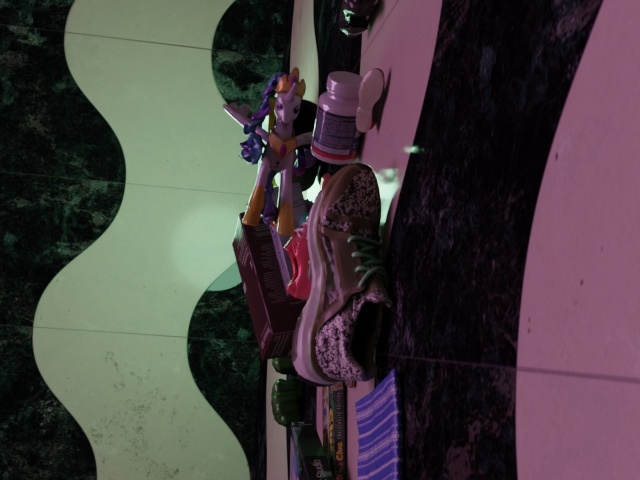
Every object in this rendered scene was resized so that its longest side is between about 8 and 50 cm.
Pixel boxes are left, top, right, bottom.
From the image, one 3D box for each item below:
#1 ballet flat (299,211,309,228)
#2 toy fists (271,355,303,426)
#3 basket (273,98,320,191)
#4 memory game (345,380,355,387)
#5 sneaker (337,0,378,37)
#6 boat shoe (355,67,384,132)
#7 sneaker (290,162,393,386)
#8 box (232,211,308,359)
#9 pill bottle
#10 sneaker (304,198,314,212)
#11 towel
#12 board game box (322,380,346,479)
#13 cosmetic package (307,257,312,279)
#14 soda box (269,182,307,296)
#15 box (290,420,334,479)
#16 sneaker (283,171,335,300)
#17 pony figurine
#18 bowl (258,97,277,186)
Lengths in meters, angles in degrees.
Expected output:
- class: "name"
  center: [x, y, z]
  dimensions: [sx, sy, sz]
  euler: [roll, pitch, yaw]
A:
- class: "ballet flat"
  center: [0.000, 0.000, 2.121]
  dimensions: [0.087, 0.083, 0.247]
  euler: [-48, 30, 34]
- class: "toy fists"
  center: [-0.096, 0.394, 2.435]
  dimensions: [0.142, 0.096, 0.279]
  euler: [89, -179, -71]
- class: "basket"
  center: [-0.064, -0.253, 2.419]
  dimensions: [0.227, 0.154, 0.204]
  euler: [102, 170, -58]
- class: "memory game"
  center: [0.066, 0.208, 1.725]
  dimensions: [0.186, 0.012, 0.186]
  euler: [-176, 90, -82]
- class: "sneaker"
  center: [0.080, -0.490, 1.837]
  dimensions: [0.234, 0.078, 0.106]
  euler: [-97, 11, -69]
- class: "boat shoe"
  center: [0.102, -0.277, 1.662]
  dimensions: [0.043, 0.049, 0.137]
  euler: [-36, -33, -45]
- class: "sneaker"
  center: [0.076, 0.068, 1.500]
  dimensions: [0.182, 0.158, 0.411]
  euler: [5, 88, 50]
- class: "box"
  center: [-0.134, 0.118, 2.369]
  dimensions: [0.191, 0.143, 0.382]
  euler: [113, 143, -57]
- class: "pill bottle"
  center: [0.043, -0.266, 1.833]
  dimensions: [0.108, 0.107, 0.180]
  euler: [-99, 16, -57]
- class: "sneaker"
  center: [-0.051, -0.019, 2.413]
  dimensions: [0.086, 0.085, 0.237]
  euler: [-104, 18, -44]
- class: "towel"
  center: [0.089, 0.400, 1.375]
  dimensions: [0.243, 0.040, 0.336]
  euler: [115, 158, -65]
- class: "board game box"
  center: [0.027, 0.419, 1.792]
  dimensions: [0.136, 0.030, 0.260]
  euler: [116, 156, -63]
- class: "cosmetic package"
  center: [0.034, 0.051, 1.683]
  dimensions: [0.041, 0.115, 0.060]
  euler: [-121, 38, -77]
- class: "soda box"
  center: [-0.071, -0.004, 2.250]
  dimensions: [0.091, 0.098, 0.286]
  euler: [114, 144, -66]
- class: "box"
  center: [-0.011, 0.553, 1.724]
  dimensions: [0.322, 0.058, 0.232]
  euler: [-122, 31, -65]
- class: "sneaker"
  center: [-0.014, -0.008, 1.965]
  dimensions: [0.116, 0.136, 0.314]
  euler: [157, 118, -79]
- class: "pony figurine"
  center: [-0.094, -0.210, 1.986]
  dimensions: [0.351, 0.302, 0.364]
  euler: [-136, 54, -82]
- class: "bowl"
  center: [-0.105, -0.299, 2.666]
  dimensions: [0.289, 0.156, 0.290]
  euler: [-175, 90, -82]
